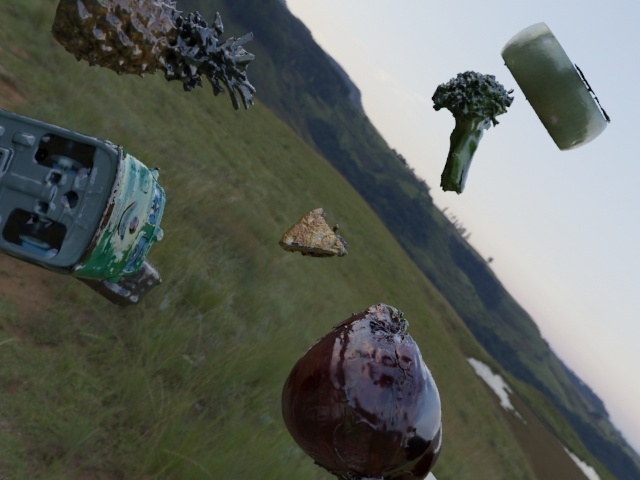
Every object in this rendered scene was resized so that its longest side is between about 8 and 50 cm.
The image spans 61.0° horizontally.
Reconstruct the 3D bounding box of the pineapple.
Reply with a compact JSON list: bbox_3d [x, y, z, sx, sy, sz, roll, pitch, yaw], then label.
[{"bbox_3d":[-0.239,-0.315,0.881,0.340,0.169,0.169,20,22,-30],"label":"pineapple"}]

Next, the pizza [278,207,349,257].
[{"bbox_3d":[-0.001,0.002,1.440,0.193,0.154,0.069,31,-28,34],"label":"pizza"}]

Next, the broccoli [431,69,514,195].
[{"bbox_3d":[0.336,-0.264,1.289,0.177,0.275,0.199,12,30,4],"label":"broccoli"}]

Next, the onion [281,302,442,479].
[{"bbox_3d":[0.076,0.251,0.794,0.281,0.221,0.281,27,55,-47],"label":"onion"}]

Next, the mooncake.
[{"bbox_3d":[-0.463,0.048,1.182,0.228,0.124,0.228,40,-11,9],"label":"mooncake"}]

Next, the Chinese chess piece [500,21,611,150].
[{"bbox_3d":[0.333,-0.219,0.782,0.188,0.083,0.189,40,33,-33],"label":"Chinese chess piece"}]

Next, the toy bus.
[{"bbox_3d":[-0.389,-0.064,0.758,0.343,0.184,0.199,18,-7,15],"label":"toy bus"}]

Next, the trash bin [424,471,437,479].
[{"bbox_3d":[0.210,0.572,1.269,0.176,0.101,0.236,39,3,-29],"label":"trash bin"}]
